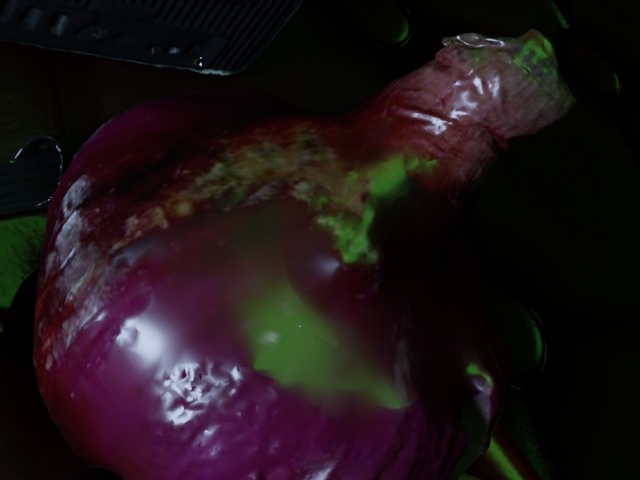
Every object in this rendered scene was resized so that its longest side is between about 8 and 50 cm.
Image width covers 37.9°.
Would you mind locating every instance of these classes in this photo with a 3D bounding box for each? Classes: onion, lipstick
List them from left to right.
[{"bbox_3d":[0.000,0.000,0.684,0.398,0.420,0.398,22,36,-17],"label":"onion"},{"bbox_3d":[0.118,0.157,0.922,0.073,0.073,0.280,-26,78,-47],"label":"lipstick"}]

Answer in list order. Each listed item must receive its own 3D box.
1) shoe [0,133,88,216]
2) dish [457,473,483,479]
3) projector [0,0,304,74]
[{"bbox_3d":[-0.243,-0.061,0.810,0.159,0.053,0.062,-24,72,-44],"label":"shoe"},{"bbox_3d":[0.089,0.294,0.742,0.260,0.085,0.260,9,24,-4],"label":"dish"},{"bbox_3d":[-0.224,-0.405,0.946,0.395,0.242,0.405,3,58,-39],"label":"projector"}]
